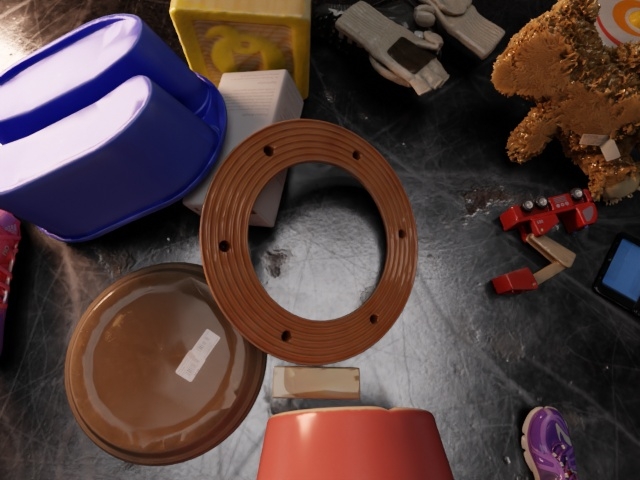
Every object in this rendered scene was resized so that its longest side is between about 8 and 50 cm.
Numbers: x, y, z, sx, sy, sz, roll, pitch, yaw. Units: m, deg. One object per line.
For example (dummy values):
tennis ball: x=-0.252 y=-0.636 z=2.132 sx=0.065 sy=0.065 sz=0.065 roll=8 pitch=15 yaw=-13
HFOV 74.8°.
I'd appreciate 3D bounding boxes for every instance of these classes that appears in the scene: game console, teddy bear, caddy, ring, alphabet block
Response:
game console: x=0.506 y=0.051 z=0.636 sx=0.071 sy=0.107 sz=0.122 roll=41 pitch=74 yaw=-20
teddy bear: x=0.415 y=-0.203 z=0.640 sx=0.338 sy=0.245 sz=0.113 roll=27 pitch=45 yaw=1
caddy: x=-0.301 y=-0.142 z=0.588 sx=0.342 sy=0.179 sz=0.241 roll=-21 pitch=64 yaw=9
ring: x=0.000 y=0.000 z=0.580 sx=0.337 sy=0.032 sz=0.335 roll=4 pitch=82 yaw=-29
alphabet block: x=-0.109 y=-0.364 z=0.667 sx=0.194 sy=0.192 sz=0.196 roll=2 pitch=74 yaw=-1

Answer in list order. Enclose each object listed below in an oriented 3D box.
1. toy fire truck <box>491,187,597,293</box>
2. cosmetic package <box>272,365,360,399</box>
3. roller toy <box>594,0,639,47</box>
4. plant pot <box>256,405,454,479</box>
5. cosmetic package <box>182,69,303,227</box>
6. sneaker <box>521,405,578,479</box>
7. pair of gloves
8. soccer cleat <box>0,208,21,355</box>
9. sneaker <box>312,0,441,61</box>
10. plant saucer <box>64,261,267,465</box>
toy fire truck: x=0.351 y=0.001 z=0.653 sx=0.192 sy=0.047 sz=0.135 roll=-13 pitch=74 yaw=-8
cosmetic package: x=-0.006 y=0.192 z=0.568 sx=0.115 sy=0.060 sz=0.041 roll=2 pitch=73 yaw=-4
roller toy: x=0.493 y=-0.327 z=0.709 sx=0.191 sy=0.146 sz=0.209 roll=-42 pitch=79 yaw=-15
plant pot: x=0.036 y=0.314 z=0.441 sx=0.276 sy=0.274 sz=0.242 roll=0 pitch=63 yaw=-3
cosmetic package: x=-0.111 y=-0.141 z=0.638 sx=0.118 sy=0.085 sz=0.230 roll=6 pitch=73 yaw=21
sneaker: x=0.316 y=0.307 z=0.545 sx=0.069 sy=0.071 sz=0.169 roll=0 pitch=72 yaw=-3
pair of gloves: x=0.172 y=-0.353 z=0.684 sx=0.240 sy=0.042 sz=0.204 roll=-39 pitch=83 yaw=-18
soccer cleat: x=-0.471 y=0.022 z=0.574 sx=0.117 sy=0.108 sz=0.317 roll=-20 pitch=73 yaw=-13
sneaker: x=0.105 y=-0.384 z=0.746 sx=0.235 sy=0.078 sz=0.106 roll=14 pitch=70 yaw=-3
plant saucer: x=-0.214 y=0.160 z=0.578 sx=0.278 sy=0.041 sz=0.277 roll=1 pitch=72 yaw=-3
